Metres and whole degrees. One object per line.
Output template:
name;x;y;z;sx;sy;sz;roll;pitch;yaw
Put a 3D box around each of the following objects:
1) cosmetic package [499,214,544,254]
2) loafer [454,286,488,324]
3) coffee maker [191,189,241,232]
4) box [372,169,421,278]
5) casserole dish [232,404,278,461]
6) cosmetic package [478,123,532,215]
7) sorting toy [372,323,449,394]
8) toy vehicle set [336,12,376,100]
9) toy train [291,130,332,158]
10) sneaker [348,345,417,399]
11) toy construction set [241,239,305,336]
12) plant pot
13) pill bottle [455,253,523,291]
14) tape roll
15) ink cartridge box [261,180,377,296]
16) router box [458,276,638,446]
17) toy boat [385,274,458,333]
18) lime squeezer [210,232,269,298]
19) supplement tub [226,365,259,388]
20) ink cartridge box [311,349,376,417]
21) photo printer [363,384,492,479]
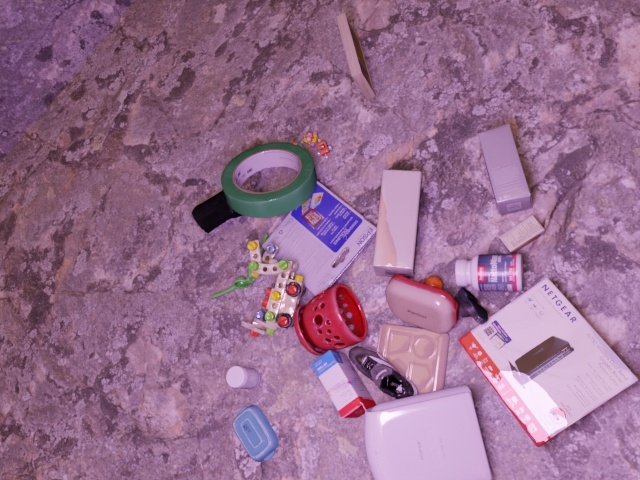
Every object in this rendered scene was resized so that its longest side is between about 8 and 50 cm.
cosmetic package;0.588;-0.015;1.601;0.115;0.041;0.060;-34;64;11
loafer;0.425;0.198;1.561;0.062;0.170;0.061;33;105;-13
coffee maker;-0.373;-0.117;1.990;0.178;0.171;0.120;-31;87;17
box;0.241;-0.050;1.698;0.121;0.148;0.311;4;74;11
casserole dish;-0.215;0.618;1.761;0.114;0.037;0.188;-43;61;6
cosmetic package;0.550;-0.209;1.633;0.107;0.127;0.237;-13;71;20
sorting toy;0.269;0.356;1.632;0.208;0.038;0.192;5;76;21
toy vehicle set;0.127;-0.648;1.939;0.035;0.166;0.266;-19;66;18
toy train;-0.046;-0.333;1.983;0.166;0.046;0.125;-23;66;16
sneaker;0.172;0.379;1.579;0.234;0.106;0.078;36;87;25
toy construction set;-0.163;0.175;1.770;0.215;0.151;0.327;16;103;16
plant pot;0.027;0.249;1.690;0.174;0.191;0.191;-28;64;24
pill bottle;0.485;0.093;1.575;0.180;0.108;0.107;-2;73;24
tape roll;-0.175;-0.211;1.874;0.322;0.077;0.321;-7;45;7
ink cartridge box;0.000;0.000;1.847;0.307;0.072;0.303;41;92;26
router box;0.594;0.319;1.468;0.301;0.082;0.335;-39;62;9
toy boat;0.311;0.164;1.628;0.231;0.151;0.151;18;47;32
lime squeezer;-0.272;0.116;1.936;0.310;0.059;0.110;-49;62;4
supplement tub;-0.251;0.448;1.790;0.071;0.107;0.070;-7;71;22
ink cartridge box;0.081;0.447;1.627;0.078;0.134;0.231;-38;62;9
photo printer;0.274;0.542;1.462;0.308;0.107;0.255;-12;83;2
